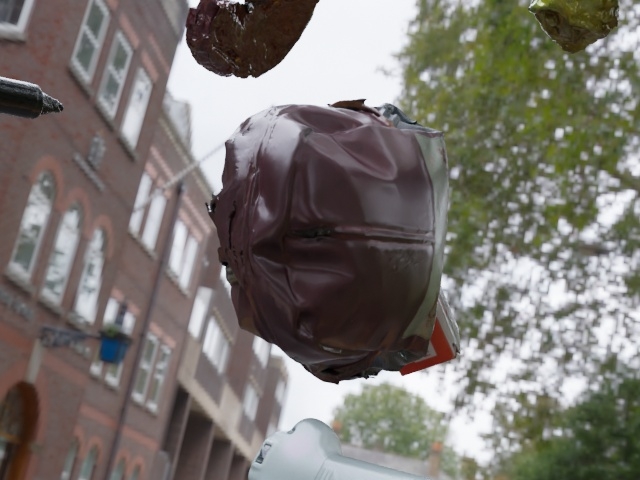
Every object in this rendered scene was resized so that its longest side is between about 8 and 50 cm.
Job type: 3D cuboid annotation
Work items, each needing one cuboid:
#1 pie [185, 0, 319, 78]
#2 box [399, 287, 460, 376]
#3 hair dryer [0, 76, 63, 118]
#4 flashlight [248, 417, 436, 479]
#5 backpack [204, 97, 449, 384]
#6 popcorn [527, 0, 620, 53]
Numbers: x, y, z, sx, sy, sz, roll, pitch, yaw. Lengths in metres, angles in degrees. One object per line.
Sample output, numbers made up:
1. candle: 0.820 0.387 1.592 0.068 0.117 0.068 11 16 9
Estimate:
1. pie: -0.080 -0.309 1.375 0.054 0.219 0.204 37 13 27
2. box: 0.123 0.075 1.472 0.099 0.182 0.133 -21 18 12
3. hair dryer: -0.485 -0.224 1.455 0.189 0.107 0.352 -32 -20 31
4. flashlight: 0.032 0.201 0.820 0.200 0.093 0.047 11 -31 36
5. backpack: 0.000 0.000 1.005 0.197 0.283 0.317 -3 -2 28
6. popcorn: 0.424 -0.398 1.692 0.142 0.173 0.173 24 -14 15
